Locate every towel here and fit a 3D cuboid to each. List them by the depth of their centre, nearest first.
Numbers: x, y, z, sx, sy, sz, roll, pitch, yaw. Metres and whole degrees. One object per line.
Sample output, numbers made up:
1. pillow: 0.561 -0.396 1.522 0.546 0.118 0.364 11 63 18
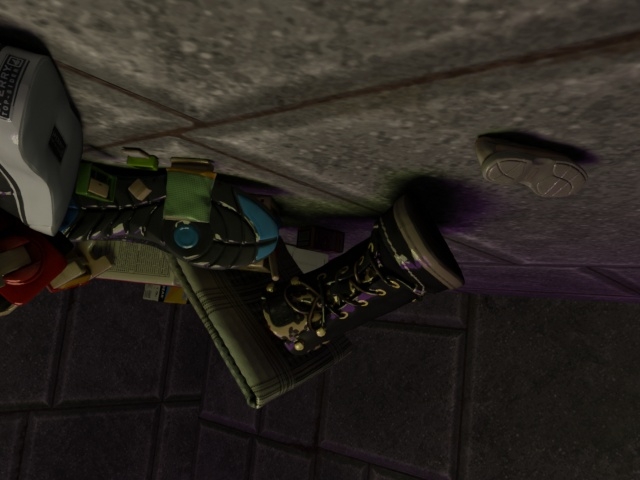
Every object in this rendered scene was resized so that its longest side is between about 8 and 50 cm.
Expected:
1. towel: -0.097 0.103 0.993 0.056 0.324 0.312 -43 163 29

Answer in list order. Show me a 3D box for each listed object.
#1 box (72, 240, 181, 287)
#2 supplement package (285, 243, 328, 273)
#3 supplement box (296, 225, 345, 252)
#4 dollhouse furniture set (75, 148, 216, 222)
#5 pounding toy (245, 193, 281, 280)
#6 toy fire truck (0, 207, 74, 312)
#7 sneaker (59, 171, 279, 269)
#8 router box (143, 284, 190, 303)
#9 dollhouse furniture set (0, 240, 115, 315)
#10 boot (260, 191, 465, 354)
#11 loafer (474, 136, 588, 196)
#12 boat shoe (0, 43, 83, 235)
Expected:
1. box: -0.339 0.008 1.056 0.232 0.148 0.127 5 173 16
2. supplement package: -0.112 0.082 1.472 0.134 0.139 0.244 -3 167 44
3. supplement box: 0.000 0.000 1.133 0.083 0.043 0.055 10 170 -33
4. dollhouse furniture set: -0.206 -0.068 0.668 0.152 0.076 0.058 5 173 10
5. pounding toy: -0.100 -0.001 0.879 0.100 0.130 0.141 5 172 4
6. toy fire truck: -0.384 -0.012 0.578 0.217 0.158 0.246 49 158 -17
7. sneaker: -0.224 -0.046 0.803 0.341 0.125 0.139 11 -171 0
8. router box: -0.343 0.055 1.301 0.046 0.179 0.133 6 174 20
9. dollhouse furniture set: -0.517 0.020 0.830 0.152 0.201 0.374 -37 176 13
10. boot: 0.050 0.062 0.815 0.284 0.138 0.377 -27 173 8
11. loafer: 0.195 -0.071 0.513 0.125 0.039 0.045 7 140 -29
12. boat shoe: -0.290 -0.082 0.508 0.105 0.113 0.306 15 168 -14
